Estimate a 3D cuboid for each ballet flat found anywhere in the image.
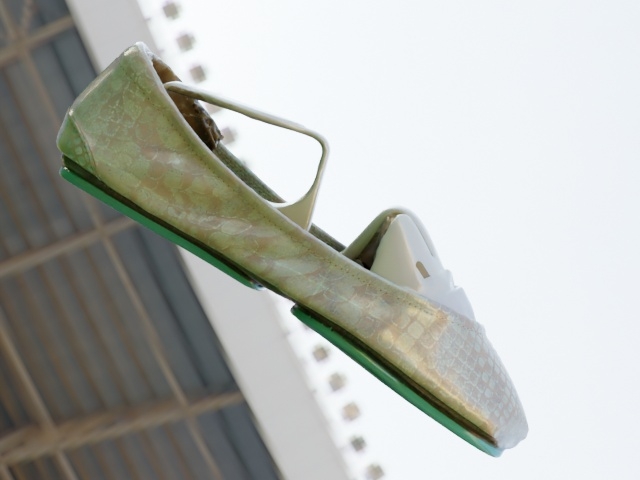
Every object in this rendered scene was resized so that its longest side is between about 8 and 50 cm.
[{"bbox_3d":[0.000,0.000,0.521,0.168,0.052,0.057,33,3,-1],"label":"ballet flat"}]
